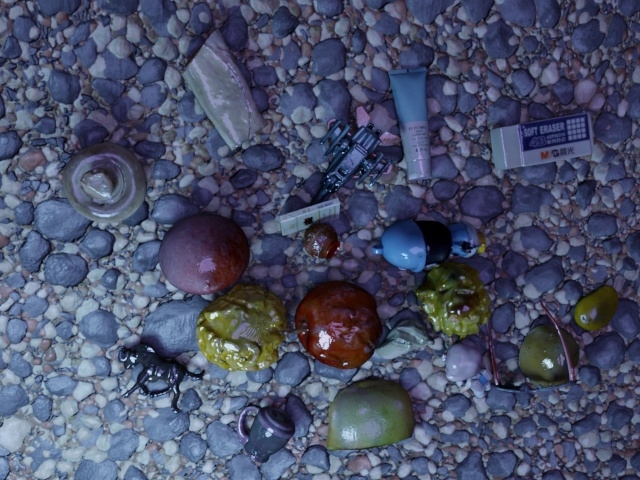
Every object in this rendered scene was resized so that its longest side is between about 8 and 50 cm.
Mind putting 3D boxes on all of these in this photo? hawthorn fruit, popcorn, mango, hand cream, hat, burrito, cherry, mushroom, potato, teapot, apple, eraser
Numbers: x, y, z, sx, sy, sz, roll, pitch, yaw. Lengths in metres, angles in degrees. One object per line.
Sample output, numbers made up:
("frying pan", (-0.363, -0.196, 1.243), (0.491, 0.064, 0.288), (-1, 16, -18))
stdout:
("hawthorn fruit", (0.019, 0.224, 1.601), (0.272, 0.242, 0.241), (3, 95, -26))
("popcorn", (-0.200, 0.235, 1.606), (0.250, 0.190, 0.250), (0, 84, -5))
("mango", (0.835, 0.201, 1.825), (0.161, 0.076, 0.103), (-43, 94, -11))
("hand cream", (0.256, -0.326, 1.691), (0.111, 0.070, 0.312), (-6, 89, -7))
("hat", (0.232, 0.287, 1.743), (0.166, 0.081, 0.122), (-30, 139, 9))
("burrito", (-0.257, -0.387, 1.571), (0.143, 0.105, 0.299), (-31, 99, -15))
("cherry", (-0.296, 0.033, 1.542), (0.240, 0.239, 0.205), (-4, 89, -9))
("mushroom", (-0.536, -0.142, 1.500), (0.204, 0.204, 0.204), (-1, 96, -9))
("potato", (0.696, 0.358, 1.799), (0.182, 0.117, 0.202), (14, 93, -13))
("teapot", (-0.161, 0.536, 1.676), (0.148, 0.116, 0.146), (29, 101, -15))
("apple", (0.146, 0.495, 1.722), (0.265, 0.120, 0.193), (-5, 85, -11))
("popcorn", (0.373, 0.165, 1.702), (0.189, 0.218, 0.169), (-24, 144, 9))
("eraser", (0.634, -0.285, 1.737), (0.279, 0.081, 0.124), (-11, 98, -8))

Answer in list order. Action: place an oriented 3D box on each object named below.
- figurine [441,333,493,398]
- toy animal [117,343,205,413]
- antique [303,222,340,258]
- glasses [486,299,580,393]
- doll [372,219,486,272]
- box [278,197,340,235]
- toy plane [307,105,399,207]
("figurine", (0.426, 0.367, 1.760), (0.137, 0.112, 0.229), (-39, 110, -9))
("toy animal", (-0.436, 0.362, 1.626), (0.233, 0.084, 0.148), (18, 91, -7))
("antique", (0.000, 0.000, 1.654), (0.104, 0.104, 0.104), (-1, 96, -9))
("glasses", (0.601, 0.310, 1.749), (0.118, 0.234, 0.268), (1, 79, -49))
("doll", (0.292, 0.013, 1.666), (0.314, 0.177, 0.141), (-3, 110, -12))
("box", (-0.029, -0.064, 1.648), (0.167, 0.090, 0.024), (-18, 67, -7))
("toy plane", (0.061, -0.194, 1.640), (0.223, 0.104, 0.326), (38, 89, -12))
